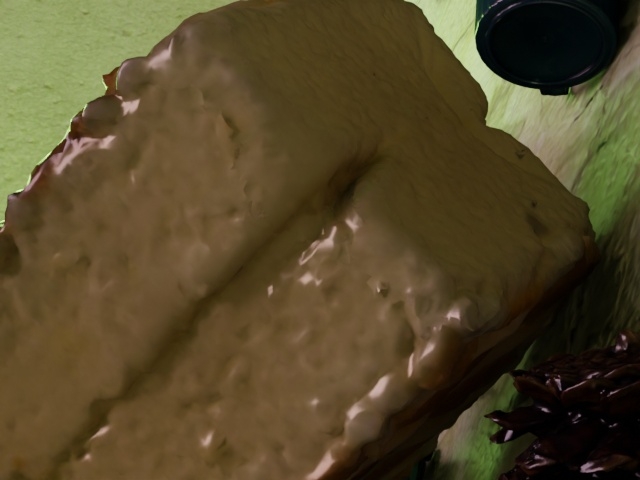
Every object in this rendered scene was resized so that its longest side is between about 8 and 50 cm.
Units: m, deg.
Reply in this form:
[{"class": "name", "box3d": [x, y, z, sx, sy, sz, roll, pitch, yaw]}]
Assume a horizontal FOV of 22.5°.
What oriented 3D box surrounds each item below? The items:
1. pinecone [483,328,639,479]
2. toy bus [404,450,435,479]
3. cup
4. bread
[{"class": "pinecone", "box3d": [0.146, 0.102, 0.752, 0.140, 0.140, 0.121, 146, 113, -77]}, {"class": "toy bus", "box3d": [0.028, 0.210, 1.393, 0.262, 0.109, 0.091, 137, 144, -76]}, {"class": "cup", "box3d": [0.187, -0.190, 1.251, 0.113, 0.150, 0.138, -21, 44, 34]}, {"class": "bread", "box3d": [-0.041, 0.047, 1.055, 0.371, 0.279, 0.390, -47, -12, 22]}]
